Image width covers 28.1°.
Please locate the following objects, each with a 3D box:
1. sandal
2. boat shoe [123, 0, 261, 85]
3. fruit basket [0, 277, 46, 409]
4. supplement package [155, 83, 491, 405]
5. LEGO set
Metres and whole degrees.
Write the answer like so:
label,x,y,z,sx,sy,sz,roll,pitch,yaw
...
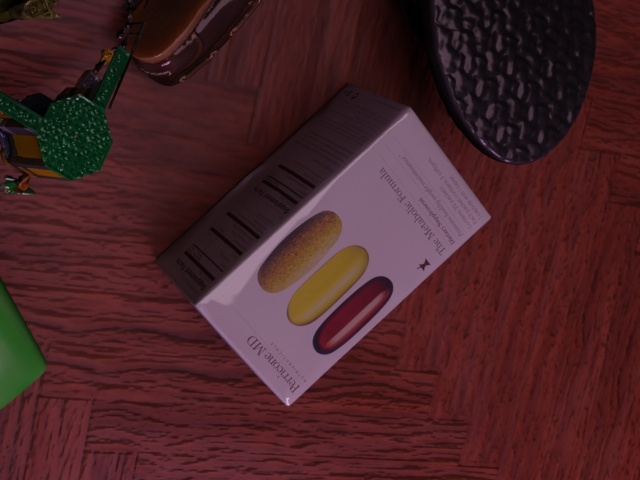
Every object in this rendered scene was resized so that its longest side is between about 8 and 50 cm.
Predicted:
label,x,y,z,sx,sy,sz,roll,pitch,yaw
sandal,0.118,-0.284,1.124,0.167,0.107,0.446,-23,100,-18
boat shoe,-0.080,-0.218,1.073,0.207,0.073,0.073,-45,154,-1
fruit basket,-0.436,0.037,0.903,0.392,0.283,0.392,-19,127,-26
supplement package,0.000,0.000,1.128,0.244,0.134,0.139,-43,116,-6
LEGO set,-0.247,-0.210,0.961,0.255,0.192,0.331,21,81,-41
